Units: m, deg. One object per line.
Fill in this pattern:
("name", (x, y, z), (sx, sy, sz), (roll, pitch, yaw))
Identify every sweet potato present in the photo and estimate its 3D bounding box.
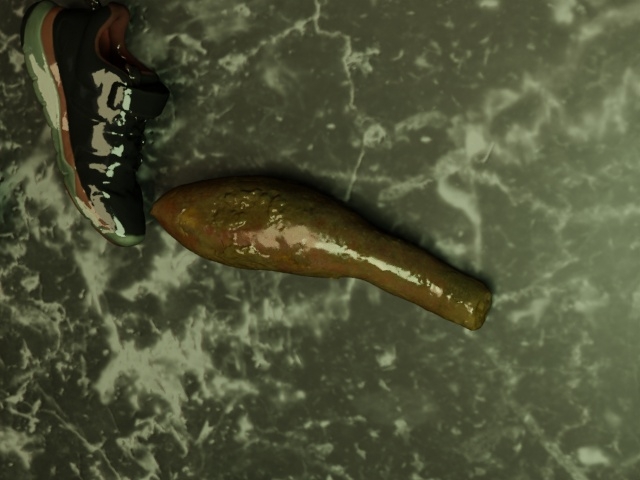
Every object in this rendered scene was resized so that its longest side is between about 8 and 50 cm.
("sweet potato", (0.000, 0.000, 1.368), (0.385, 0.109, 0.109), (15, 106, 11))

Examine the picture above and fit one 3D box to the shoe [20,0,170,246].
("shoe", (-0.228, -0.139, 1.416), (0.137, 0.114, 0.291), (-16, 92, 17))
